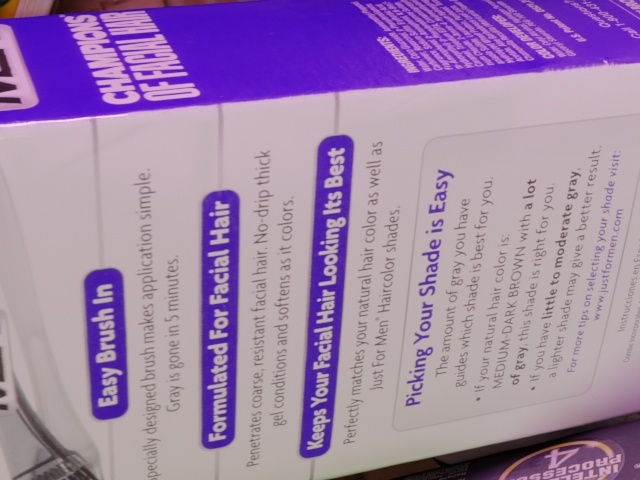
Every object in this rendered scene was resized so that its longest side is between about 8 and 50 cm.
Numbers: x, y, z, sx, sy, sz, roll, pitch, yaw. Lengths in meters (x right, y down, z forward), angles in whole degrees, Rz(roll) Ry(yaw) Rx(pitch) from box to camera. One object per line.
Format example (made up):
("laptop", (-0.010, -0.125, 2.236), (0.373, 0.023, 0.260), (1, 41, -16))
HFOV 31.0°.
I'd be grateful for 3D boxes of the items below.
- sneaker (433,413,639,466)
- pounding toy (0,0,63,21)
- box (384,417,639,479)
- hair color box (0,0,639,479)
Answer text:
("sneaker", (0.172, 0.159, 0.625), (0.268, 0.101, 0.153), (9, 106, -11))
("pounding toy", (-0.145, -0.079, 0.489), (0.206, 0.094, 0.181), (20, 118, -13))
("box", (0.104, 0.263, 0.567), (0.395, 0.097, 0.318), (-18, 103, 20))
("hair color box", (0.000, 0.000, 0.482), (0.339, 0.110, 0.185), (-9, 124, -20))
